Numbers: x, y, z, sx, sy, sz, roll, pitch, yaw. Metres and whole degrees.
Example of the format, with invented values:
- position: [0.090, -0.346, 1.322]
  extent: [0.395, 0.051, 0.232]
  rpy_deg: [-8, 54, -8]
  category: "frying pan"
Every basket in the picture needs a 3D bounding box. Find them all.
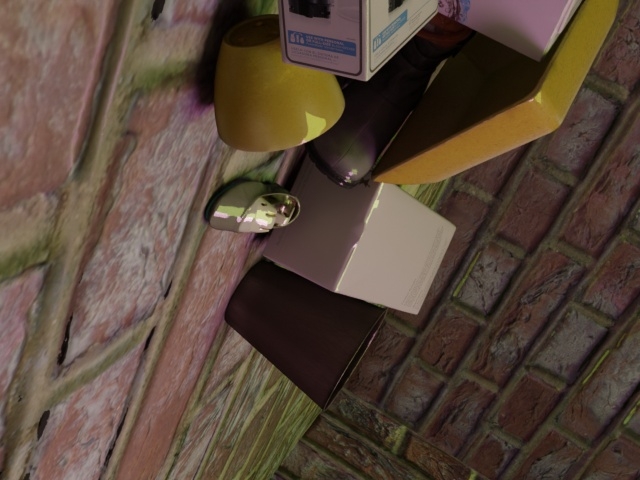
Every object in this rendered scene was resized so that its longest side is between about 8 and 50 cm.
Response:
- position: [-0.034, 0.143, 1.265]
  extent: [0.204, 0.227, 0.154]
  rpy_deg: [-54, 167, -22]
  category: "basket"

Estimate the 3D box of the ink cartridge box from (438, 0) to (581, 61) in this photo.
- position: [0.196, -0.379, 0.825]
  extent: [0.198, 0.270, 0.197]
  rpy_deg: [-55, 167, -24]
  category: "ink cartridge box"

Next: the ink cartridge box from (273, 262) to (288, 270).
- position: [0.000, 0.000, 1.419]
  extent: [0.181, 0.056, 0.225]
  rpy_deg: [-46, 152, 15]
  category: "ink cartridge box"

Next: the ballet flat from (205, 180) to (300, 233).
- position: [-0.079, -0.042, 1.007]
  extent: [0.072, 0.068, 0.213]
  rpy_deg: [-63, 168, 15]
  category: "ballet flat"

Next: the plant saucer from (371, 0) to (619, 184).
- position: [0.255, -0.216, 1.025]
  extent: [0.332, 0.081, 0.333]
  rpy_deg: [-56, -164, -29]
  category: "plant saucer"

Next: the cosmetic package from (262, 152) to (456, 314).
- position: [0.084, -0.002, 1.279]
  extent: [0.366, 0.155, 0.196]
  rpy_deg: [25, 90, -60]
  category: "cosmetic package"

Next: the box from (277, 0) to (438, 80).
- position: [0.036, -0.302, 0.610]
  extent: [0.169, 0.087, 0.289]
  rpy_deg: [-49, 148, -41]
  category: "box"

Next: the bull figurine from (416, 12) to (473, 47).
- position: [0.192, -0.377, 1.000]
  extent: [0.310, 0.188, 0.101]
  rpy_deg: [-51, 161, -32]
  category: "bull figurine"

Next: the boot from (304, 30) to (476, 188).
- position: [0.111, -0.233, 1.067]
  extent: [0.223, 0.118, 0.338]
  rpy_deg: [-39, -164, 42]
  category: "boot"

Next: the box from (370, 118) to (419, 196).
- position: [0.135, -0.121, 1.589]
  extent: [0.213, 0.117, 0.243]
  rpy_deg: [-45, 163, -49]
  category: "box"

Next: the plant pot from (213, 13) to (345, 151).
- position: [-0.050, -0.165, 0.732]
  extent: [0.134, 0.134, 0.095]
  rpy_deg: [-51, 141, -35]
  category: "plant pot"

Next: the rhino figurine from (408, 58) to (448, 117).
- position: [0.183, -0.319, 1.320]
  extent: [0.243, 0.106, 0.073]
  rpy_deg: [-57, 169, -12]
  category: "rhino figurine"
